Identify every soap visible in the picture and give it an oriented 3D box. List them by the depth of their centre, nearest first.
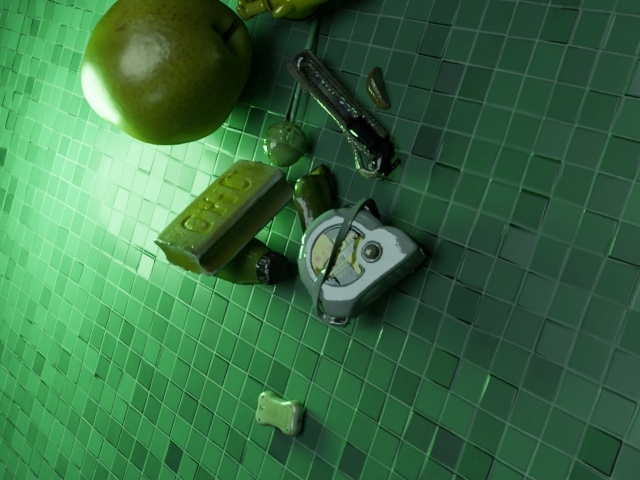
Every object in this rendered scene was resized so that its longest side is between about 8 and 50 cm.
[{"bbox_3d":[-0.203,-0.050,1.783,0.173,0.089,0.274,17,55,44],"label":"soap"}]

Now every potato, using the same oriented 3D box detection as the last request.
[{"bbox_3d":[0.105,-0.301,1.666,0.037,0.036,0.093,-27,67,34],"label":"potato"}]

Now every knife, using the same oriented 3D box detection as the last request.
[{"bbox_3d":[0.036,-0.263,1.686,0.089,0.043,0.365,-36,62,0],"label":"knife"}]

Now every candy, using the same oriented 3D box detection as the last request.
[{"bbox_3d":[-0.049,-0.318,1.795,0.093,0.092,0.335,13,83,1],"label":"candy"}]

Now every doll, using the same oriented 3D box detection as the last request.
[{"bbox_3d":[-0.019,-0.529,1.742,0.363,0.145,0.199,-5,47,40],"label":"doll"}]

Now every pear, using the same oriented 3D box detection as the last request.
[{"bbox_3d":[-0.348,-0.389,1.889,0.418,0.362,0.362,-10,77,39],"label":"pear"}]

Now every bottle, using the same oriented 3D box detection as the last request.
[{"bbox_3d":[-0.175,0.039,1.824,0.260,0.112,0.112,15,94,44],"label":"bottle"}]

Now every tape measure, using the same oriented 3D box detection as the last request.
[{"bbox_3d":[0.056,0.032,1.565,0.236,0.120,0.197,-42,67,11],"label":"tape measure"}]

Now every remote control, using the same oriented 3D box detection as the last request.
[{"bbox_3d":[-0.084,0.358,1.743,0.122,0.032,0.074,10,90,44],"label":"remote control"}]

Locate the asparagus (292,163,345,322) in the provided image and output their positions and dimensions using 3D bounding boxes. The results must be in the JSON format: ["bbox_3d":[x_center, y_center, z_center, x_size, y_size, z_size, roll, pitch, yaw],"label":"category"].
[{"bbox_3d":[0.002,0.000,1.689,0.082,0.085,0.343,-13,71,17],"label":"asparagus"}]
